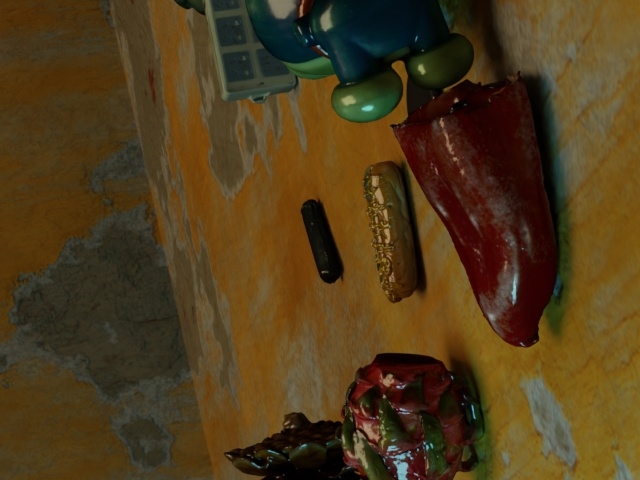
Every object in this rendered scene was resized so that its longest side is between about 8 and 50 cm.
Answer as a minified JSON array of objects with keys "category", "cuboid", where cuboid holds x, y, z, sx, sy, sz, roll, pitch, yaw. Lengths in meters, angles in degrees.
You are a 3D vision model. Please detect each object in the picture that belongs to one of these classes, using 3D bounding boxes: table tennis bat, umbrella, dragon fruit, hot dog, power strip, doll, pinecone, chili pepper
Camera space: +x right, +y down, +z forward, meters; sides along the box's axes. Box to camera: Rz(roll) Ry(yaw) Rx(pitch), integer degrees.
[{"category":"table tennis bat","cuboid":[0.071,-0.119,1.847,0.170,0.119,0.107,-126,28,-65]},{"category":"umbrella","cuboid":[0.000,-0.001,2.409,0.036,0.031,0.133,-49,46,38]},{"category":"dragon fruit","cuboid":[0.098,0.215,1.915,0.160,0.166,0.172,6,95,36]},{"category":"hot dog","cuboid":[0.082,-0.009,2.031,0.071,0.045,0.165,175,87,-74]},{"category":"power strip","cuboid":[-0.121,-0.372,2.478,0.043,0.106,0.367,129,130,-75]},{"category":"doll","cuboid":[0.034,-0.246,1.741,0.186,0.198,0.322,68,169,-24]},{"category":"pinecone","cuboid":[0.002,0.341,2.175,0.264,0.264,0.264,170,90,-76]},{"category":"chili pepper","cuboid":[0.164,-0.025,1.601,0.144,0.136,0.253,-19,92,32]}]

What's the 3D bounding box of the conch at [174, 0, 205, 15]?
[{"category":"conch","cuboid":[-0.191,-0.441,2.684,0.196,0.134,0.202,42,176,-25]}]
